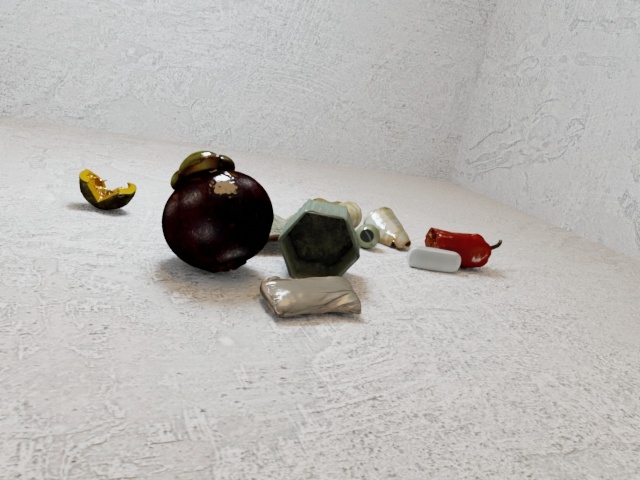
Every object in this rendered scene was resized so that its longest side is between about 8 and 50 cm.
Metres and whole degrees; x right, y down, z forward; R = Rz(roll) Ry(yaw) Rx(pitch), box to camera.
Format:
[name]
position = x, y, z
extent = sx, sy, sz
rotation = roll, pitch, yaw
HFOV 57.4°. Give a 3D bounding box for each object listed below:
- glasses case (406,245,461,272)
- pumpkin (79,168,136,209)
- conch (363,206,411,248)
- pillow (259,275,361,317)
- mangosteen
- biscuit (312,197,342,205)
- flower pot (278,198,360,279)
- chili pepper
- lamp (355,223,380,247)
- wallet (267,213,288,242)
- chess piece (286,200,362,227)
[glasses case]
position = 0.397, 0.066, 2.048
extent = 0.197, 0.076, 0.049
rotation = 8, 18, -12
[pumpkin]
position = -0.712, -0.155, 1.942
extent = 0.184, 0.107, 0.119
rotation = 18, 22, -5
[conch]
position = 0.263, -0.060, 2.303
extent = 0.158, 0.127, 0.255
rotation = -1, 21, -42
[pillow]
position = -0.020, 0.141, 1.483
extent = 0.270, 0.067, 0.173
rotation = 2, 23, -29
[mangosteen]
position = -0.289, -0.087, 1.586
extent = 0.307, 0.346, 0.307
rotation = -18, -10, -3
[biscuit]
position = 0.040, -0.145, 2.591
extent = 0.164, 0.047, 0.208
rotation = 13, 15, -1
[flower pot]
position = 0.000, 0.000, 1.733
extent = 0.239, 0.209, 0.189
rotation = 11, 15, 1
[chili pepper]
position = 0.555, 0.038, 2.159
extent = 0.338, 0.134, 0.131
rotation = 8, -1, -18
[lamp]
position = 0.180, -0.016, 2.185
extent = 0.091, 0.091, 0.163
rotation = 15, 2, 10
[wallet]
position = -0.218, -0.039, 1.914
extent = 0.335, 0.068, 0.275
rotation = -9, 19, -27
[chess piece]
position = 0.006, -0.077, 2.199
extent = 0.117, 0.117, 0.397
rotation = 22, 19, 32
